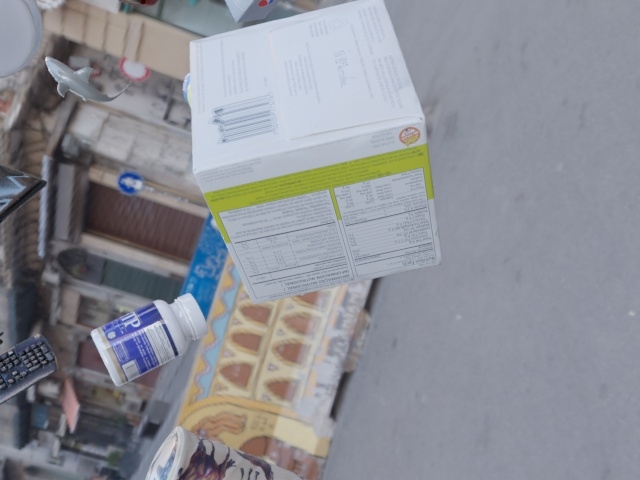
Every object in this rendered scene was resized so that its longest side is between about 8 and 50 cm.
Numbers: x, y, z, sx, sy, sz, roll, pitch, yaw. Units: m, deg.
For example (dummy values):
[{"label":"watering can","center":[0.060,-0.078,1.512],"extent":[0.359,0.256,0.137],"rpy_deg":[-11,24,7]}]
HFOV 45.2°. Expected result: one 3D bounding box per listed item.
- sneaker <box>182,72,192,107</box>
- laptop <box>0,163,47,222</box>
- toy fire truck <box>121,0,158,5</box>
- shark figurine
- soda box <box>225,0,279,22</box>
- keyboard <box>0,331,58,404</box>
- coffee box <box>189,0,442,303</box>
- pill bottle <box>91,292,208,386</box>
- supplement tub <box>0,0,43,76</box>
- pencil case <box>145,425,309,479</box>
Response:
[{"label":"sneaker","center":[-0.229,-0.272,1.670],"extent":[0.126,0.091,0.240],"rpy_deg":[58,172,37]},{"label":"laptop","center":[-0.963,-0.036,1.902],"extent":[0.408,0.382,0.236],"rpy_deg":[-68,-2,-60]},{"label":"toy fire truck","center":[-0.517,-0.788,2.238],"extent":[0.246,0.158,0.217],"rpy_deg":[-12,-69,-70]},{"label":"shark figurine","center":[-0.765,-0.522,2.547],"extent":[0.116,0.278,0.166],"rpy_deg":[-46,41,23]},{"label":"soda box","center":[-0.125,-0.644,1.853],"extent":[0.286,0.098,0.091],"rpy_deg":[-33,81,53]},{"label":"keyboard","center":[-0.670,0.267,1.457],"extent":[0.201,0.317,0.033],"rpy_deg":[34,144,43]},{"label":"coffee box","center":[-0.005,-0.146,1.289],"extent":[0.334,0.338,0.337],"rpy_deg":[72,-173,-48]},{"label":"pill bottle","center":[-0.302,0.171,1.377],"extent":[0.112,0.187,0.112],"rpy_deg":[52,158,32]},{"label":"supplement tub","center":[-0.755,-0.499,1.730],"extent":[0.331,0.241,0.241],"rpy_deg":[48,120,58]},{"label":"pencil case","center":[-0.161,0.518,1.531],"extent":[0.160,0.410,0.183],"rpy_deg":[-43,29,31]}]
